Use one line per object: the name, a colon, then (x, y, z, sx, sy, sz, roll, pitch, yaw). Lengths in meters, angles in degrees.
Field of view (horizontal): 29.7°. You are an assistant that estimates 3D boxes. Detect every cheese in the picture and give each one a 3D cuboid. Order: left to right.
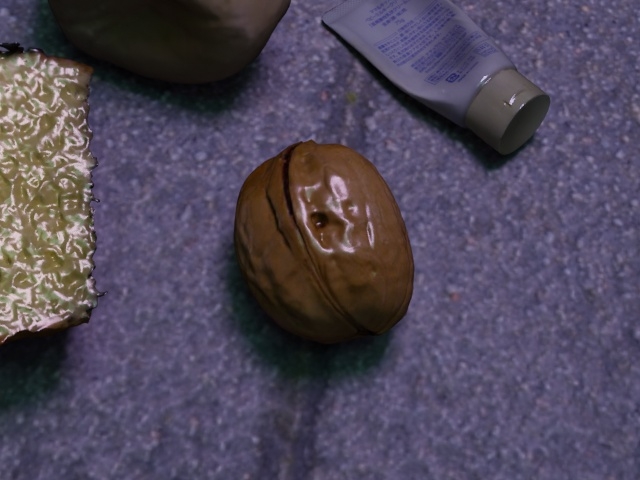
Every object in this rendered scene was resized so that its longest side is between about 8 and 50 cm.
cheese: (-0.143, -0.237, 1.057, 0.235, 0.218, 0.117, 7, 57, 19)

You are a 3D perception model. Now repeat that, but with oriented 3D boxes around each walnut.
walnut: (0.000, 0.000, 1.010, 0.144, 0.144, 0.180, -12, 77, -14)

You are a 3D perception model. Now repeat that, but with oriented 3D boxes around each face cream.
face cream: (0.115, -0.176, 1.156, 0.114, 0.070, 0.224, -37, 64, -22)

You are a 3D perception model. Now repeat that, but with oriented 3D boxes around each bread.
bread: (-0.249, -0.023, 0.982, 0.129, 0.134, 0.260, 2, 70, -19)
